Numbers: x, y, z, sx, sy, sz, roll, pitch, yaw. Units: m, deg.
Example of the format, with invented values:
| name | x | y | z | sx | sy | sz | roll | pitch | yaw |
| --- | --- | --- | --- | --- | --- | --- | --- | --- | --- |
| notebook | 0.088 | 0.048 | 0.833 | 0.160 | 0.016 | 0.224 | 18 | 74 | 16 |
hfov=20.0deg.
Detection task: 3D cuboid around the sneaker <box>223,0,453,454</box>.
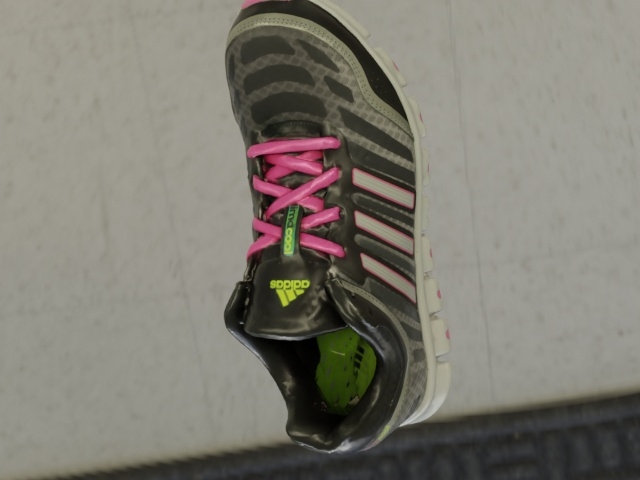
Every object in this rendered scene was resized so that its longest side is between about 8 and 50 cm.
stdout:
| name | x | y | z | sx | sy | sz | roll | pitch | yaw |
| --- | --- | --- | --- | --- | --- | --- | --- | --- | --- |
| sneaker | 0.000 | 0.000 | 0.618 | 0.063 | 0.075 | 0.170 | -2 | 113 | 29 |
